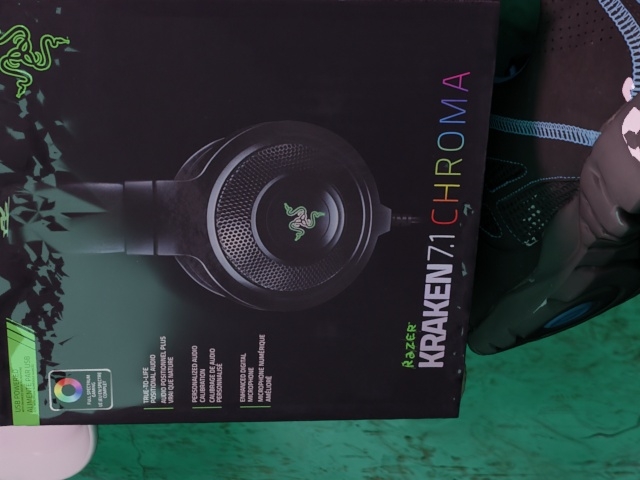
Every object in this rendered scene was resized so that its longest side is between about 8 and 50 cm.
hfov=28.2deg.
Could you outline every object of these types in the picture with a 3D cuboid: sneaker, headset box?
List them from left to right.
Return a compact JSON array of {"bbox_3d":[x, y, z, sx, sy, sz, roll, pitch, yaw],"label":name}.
[{"bbox_3d":[-0.062,-0.035,0.705,0.283,0.131,0.246,1,115,-6],"label":"headset box"},{"bbox_3d":[0.151,-0.037,0.764,0.140,0.125,0.341,62,158,18],"label":"sneaker"}]

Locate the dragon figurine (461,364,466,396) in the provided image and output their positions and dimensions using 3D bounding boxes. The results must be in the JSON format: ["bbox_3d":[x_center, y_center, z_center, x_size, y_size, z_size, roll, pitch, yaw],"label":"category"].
[{"bbox_3d":[0.000,0.000,0.881,0.144,0.085,0.289,-9,129,34],"label":"dragon figurine"}]

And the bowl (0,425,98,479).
[{"bbox_3d":[-0.291,0.062,1.052,0.298,0.134,0.298,15,141,13],"label":"bowl"}]
